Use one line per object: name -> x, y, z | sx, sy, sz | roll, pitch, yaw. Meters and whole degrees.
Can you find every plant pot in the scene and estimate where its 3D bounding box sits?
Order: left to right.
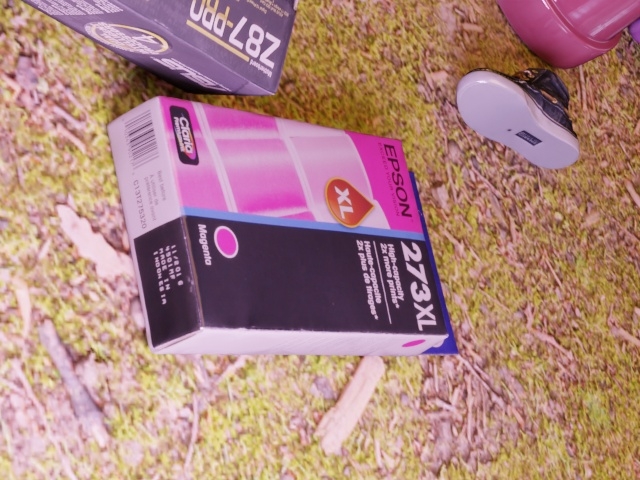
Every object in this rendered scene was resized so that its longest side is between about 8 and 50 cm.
plant pot -> 0.299, -0.307, 1.646 | 0.201, 0.180, 0.201 | 26, 53, -40

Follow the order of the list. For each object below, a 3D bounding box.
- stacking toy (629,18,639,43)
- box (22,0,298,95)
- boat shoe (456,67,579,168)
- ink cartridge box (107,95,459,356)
stacking toy -> 0.352, -0.366, 1.802 | 0.330, 0.141, 0.141 | 53, 38, -6
box -> -0.136, -0.310, 1.054 | 0.395, 0.097, 0.318 | 25, 73, -53
boat shoe -> 0.190, -0.141, 1.524 | 0.183, 0.065, 0.083 | 31, 46, -45
ink cartridge box -> 0.000, 0.000, 1.215 | 0.371, 0.069, 0.175 | 7, 66, -51
